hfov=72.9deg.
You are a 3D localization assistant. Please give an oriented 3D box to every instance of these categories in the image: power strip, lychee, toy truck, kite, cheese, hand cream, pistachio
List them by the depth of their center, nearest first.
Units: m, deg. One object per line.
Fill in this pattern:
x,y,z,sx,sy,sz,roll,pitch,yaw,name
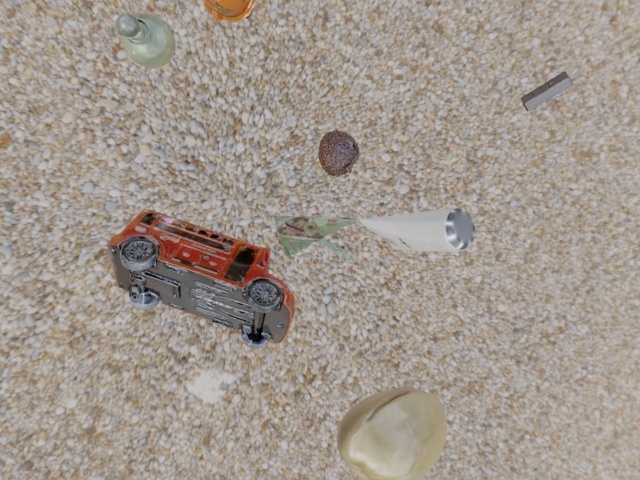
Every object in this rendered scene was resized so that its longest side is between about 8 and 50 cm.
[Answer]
-0.151,0.050,0.600,0.253,0.114,0.107,18,135,2,toy truck
0.139,0.365,0.822,0.293,0.162,0.181,10,96,-46,pistachio
0.000,-0.001,0.945,0.250,0.229,0.012,28,52,-36,kite
0.537,-0.355,1.032,0.111,0.037,0.029,-30,124,31,power strip
-0.208,-0.696,1.083,0.217,0.329,0.129,54,44,1,cheese
0.051,-0.248,1.225,0.123,0.123,0.129,-10,63,-10,lychee
0.282,-0.023,1.284,0.186,0.359,0.118,32,71,-26,hand cream

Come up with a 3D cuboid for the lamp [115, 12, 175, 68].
-0.307,-0.351,0.741,0.091,0.163,0.090,-1,101,-3,lamp
